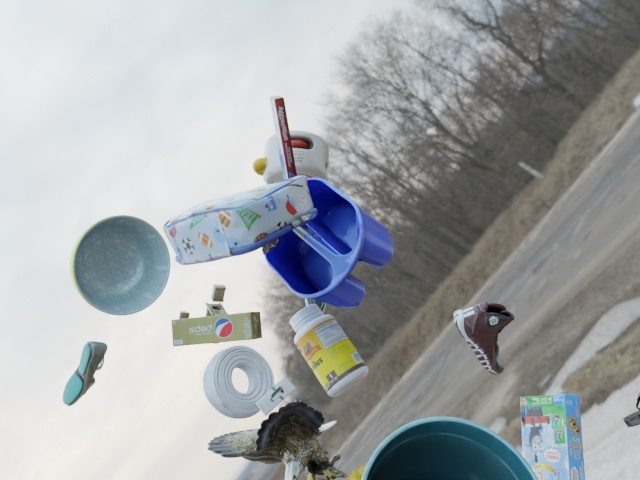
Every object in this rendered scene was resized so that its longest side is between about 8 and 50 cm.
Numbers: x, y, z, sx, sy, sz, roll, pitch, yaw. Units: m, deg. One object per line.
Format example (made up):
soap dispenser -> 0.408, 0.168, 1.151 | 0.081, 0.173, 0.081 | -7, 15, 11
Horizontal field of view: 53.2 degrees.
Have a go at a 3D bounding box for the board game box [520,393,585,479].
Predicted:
board game box -> 0.456, 0.415, 1.262 | 0.160, 0.039, 0.212 | 132, 141, -68

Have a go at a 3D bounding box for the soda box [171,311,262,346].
soda box -> -0.217, 0.186, 1.344 | 0.061, 0.181, 0.058 | 22, -117, -76

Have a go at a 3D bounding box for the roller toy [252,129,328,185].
roller toy -> -0.073, -0.220, 1.871 | 0.191, 0.209, 0.146 | -15, 64, 38

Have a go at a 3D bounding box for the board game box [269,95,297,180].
board game box -> -0.088, -0.223, 1.627 | 0.027, 0.282, 0.145 | -12, 16, -8

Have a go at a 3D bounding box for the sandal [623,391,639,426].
sandal -> 0.725, 0.303, 1.322 | 0.097, 0.054, 0.255 | -6, -39, -41

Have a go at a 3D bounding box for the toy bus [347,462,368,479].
toy bus -> 0.146, 0.556, 1.348 | 0.191, 0.202, 0.105 | -77, -10, -69

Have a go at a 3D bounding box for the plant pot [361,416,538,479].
plant pot -> 0.182, 0.450, 0.995 | 0.272, 0.271, 0.255 | -51, -20, -30

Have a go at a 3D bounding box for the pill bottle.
pill bottle -> 0.015, 0.265, 1.569 | 0.117, 0.215, 0.117 | -31, -21, -13

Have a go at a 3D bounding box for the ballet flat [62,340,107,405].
ballet flat -> -0.640, 0.368, 1.754 | 0.068, 0.072, 0.213 | 7, -63, -49

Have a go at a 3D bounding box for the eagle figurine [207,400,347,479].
eagle figurine -> -0.080, 0.487, 1.514 | 0.226, 0.298, 0.225 | -51, 19, -7

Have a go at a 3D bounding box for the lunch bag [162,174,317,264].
lunch bag -> -0.158, -0.044, 1.316 | 0.303, 0.115, 0.243 | -7, 16, 42

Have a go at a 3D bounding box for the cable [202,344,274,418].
cable -> -0.289, 0.505, 2.282 | 0.089, 0.257, 0.257 | -33, 5, 45

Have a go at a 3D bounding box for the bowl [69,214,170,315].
bowl -> -0.605, 0.071, 1.873 | 0.156, 0.289, 0.289 | 0, 43, 50

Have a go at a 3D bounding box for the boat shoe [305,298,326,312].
boat shoe -> -0.011, 0.137, 1.975 | 0.083, 0.065, 0.184 | 111, 160, -64

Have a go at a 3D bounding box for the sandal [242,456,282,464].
sandal -> -0.147, 0.636, 1.927 | 0.090, 0.219, 0.060 | -95, 10, -52

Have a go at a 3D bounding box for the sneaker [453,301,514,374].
sneaker -> 0.549, 0.299, 1.999 | 0.162, 0.281, 0.106 | -31, 27, 19

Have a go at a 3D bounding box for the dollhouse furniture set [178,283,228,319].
dollhouse furniture set -> -0.411, 0.254, 2.214 | 0.101, 0.160, 0.182 | 42, 123, 57

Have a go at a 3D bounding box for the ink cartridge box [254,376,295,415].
ink cartridge box -> -0.155, 0.526, 2.157 | 0.135, 0.056, 0.099 | -41, -7, -17

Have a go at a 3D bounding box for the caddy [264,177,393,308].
caddy -> 0.000, 0.000, 1.460 | 0.179, 0.341, 0.241 | 27, -80, -40
